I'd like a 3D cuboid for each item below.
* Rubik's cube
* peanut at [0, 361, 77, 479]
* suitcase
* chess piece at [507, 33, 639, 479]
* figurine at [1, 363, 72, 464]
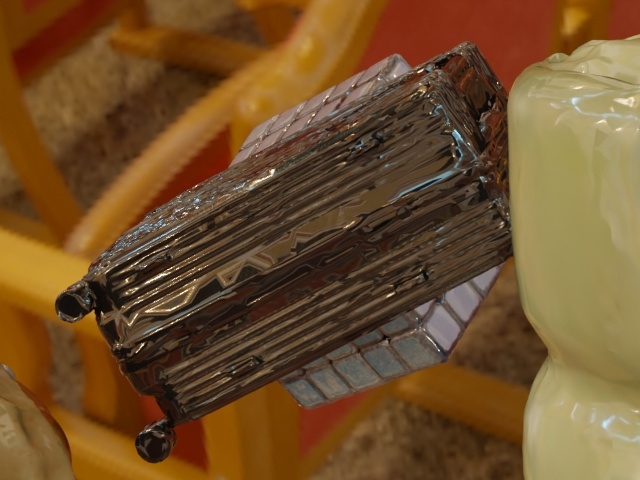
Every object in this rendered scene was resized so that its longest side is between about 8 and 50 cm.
[{"bbox_3d":[0.028,-0.006,1.895,0.237,0.237,0.238,-26,22,46],"label":"Rubik's cube"},{"bbox_3d":[-0.172,0.073,0.622,0.196,0.110,0.233,-3,54,-50],"label":"peanut"},{"bbox_3d":[0.000,0.000,1.400,0.335,0.152,0.229,-28,8,17],"label":"suitcase"},{"bbox_3d":[0.144,0.161,0.560,0.234,0.442,0.234,-2,13,0],"label":"chess piece"},{"bbox_3d":[-0.248,0.176,1.227,0.143,0.143,0.271,4,35,21],"label":"figurine"}]
